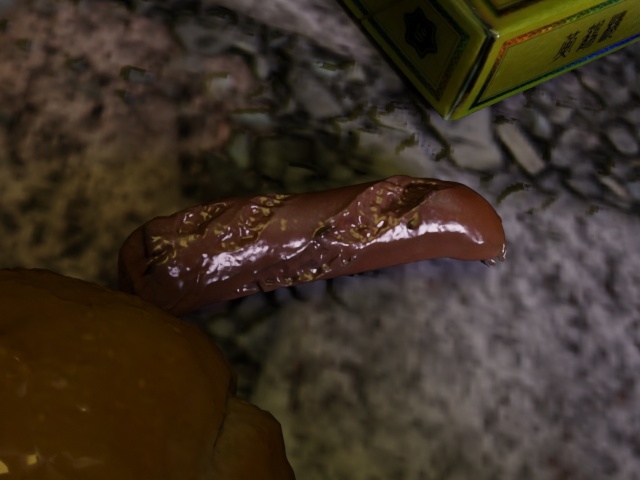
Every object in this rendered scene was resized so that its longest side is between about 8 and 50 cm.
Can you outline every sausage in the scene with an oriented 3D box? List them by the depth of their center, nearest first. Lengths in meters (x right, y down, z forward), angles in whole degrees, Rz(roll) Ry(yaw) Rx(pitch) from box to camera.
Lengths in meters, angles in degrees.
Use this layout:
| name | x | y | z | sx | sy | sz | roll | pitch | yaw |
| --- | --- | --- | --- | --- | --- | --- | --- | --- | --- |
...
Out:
| name | x | y | z | sx | sy | sz | roll | pitch | yaw |
| --- | --- | --- | --- | --- | --- | --- | --- | --- | --- |
| sausage | 0.000 | 0.000 | 0.575 | 0.158 | 0.042 | 0.036 | -7 | 20 | -24 |

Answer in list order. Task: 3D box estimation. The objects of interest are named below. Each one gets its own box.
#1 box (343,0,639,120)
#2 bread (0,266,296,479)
| name | x | y | z | sx | sy | sz | roll | pitch | yaw |
| --- | --- | --- | --- | --- | --- | --- | --- | --- | --- |
| box | 0.053 | -0.168 | 0.694 | 0.141 | 0.064 | 0.220 | -23 | 67 | -31 |
| bread | -0.159 | 0.135 | 0.338 | 0.337 | 0.148 | 0.328 | 12 | 47 | -8 |
